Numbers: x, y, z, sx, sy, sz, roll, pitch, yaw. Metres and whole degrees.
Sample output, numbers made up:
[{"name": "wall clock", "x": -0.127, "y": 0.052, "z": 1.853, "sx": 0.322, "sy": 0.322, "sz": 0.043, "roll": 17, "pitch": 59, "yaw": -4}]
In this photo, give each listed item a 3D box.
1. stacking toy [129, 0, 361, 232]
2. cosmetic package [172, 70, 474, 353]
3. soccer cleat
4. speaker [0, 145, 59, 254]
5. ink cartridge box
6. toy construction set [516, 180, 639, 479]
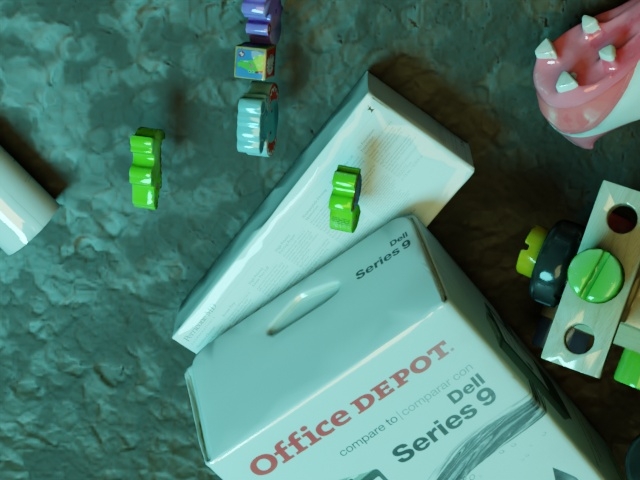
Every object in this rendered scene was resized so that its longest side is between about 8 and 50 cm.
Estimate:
[{"name": "stacking toy", "x": -0.042, "y": -0.120, "z": 1.345, "sx": 0.167, "sy": 0.052, "sz": 0.221, "roll": 9, "pitch": 105, "yaw": 15}, {"name": "cosmetic package", "x": 0.000, "y": 0.000, "z": 1.420, "sx": 0.099, "sy": 0.060, "sz": 0.239, "roll": 35, "pitch": 109, "yaw": -15}, {"name": "soccer cleat", "x": 0.265, "y": -0.148, "z": 1.355, "sx": 0.248, "sy": 0.083, "sz": 0.095, "roll": -29, "pitch": 143, "yaw": 7}, {"name": "speaker", "x": -0.254, "y": -0.054, "z": 1.406, "sx": 0.055, "sy": 0.055, "sz": 0.136, "roll": -39, "pitch": 107, "yaw": 15}, {"name": "ink cartridge box", "x": 0.070, "y": 0.155, "z": 1.410, "sx": 0.211, "sy": 0.121, "sz": 0.289, "roll": -35, "pitch": 122, "yaw": 11}, {"name": "toy construction set", "x": 0.276, "y": 0.026, "z": 1.300, "sx": 0.309, "sy": 0.237, "sz": 0.257, "roll": -44, "pitch": 68, "yaw": 5}]
